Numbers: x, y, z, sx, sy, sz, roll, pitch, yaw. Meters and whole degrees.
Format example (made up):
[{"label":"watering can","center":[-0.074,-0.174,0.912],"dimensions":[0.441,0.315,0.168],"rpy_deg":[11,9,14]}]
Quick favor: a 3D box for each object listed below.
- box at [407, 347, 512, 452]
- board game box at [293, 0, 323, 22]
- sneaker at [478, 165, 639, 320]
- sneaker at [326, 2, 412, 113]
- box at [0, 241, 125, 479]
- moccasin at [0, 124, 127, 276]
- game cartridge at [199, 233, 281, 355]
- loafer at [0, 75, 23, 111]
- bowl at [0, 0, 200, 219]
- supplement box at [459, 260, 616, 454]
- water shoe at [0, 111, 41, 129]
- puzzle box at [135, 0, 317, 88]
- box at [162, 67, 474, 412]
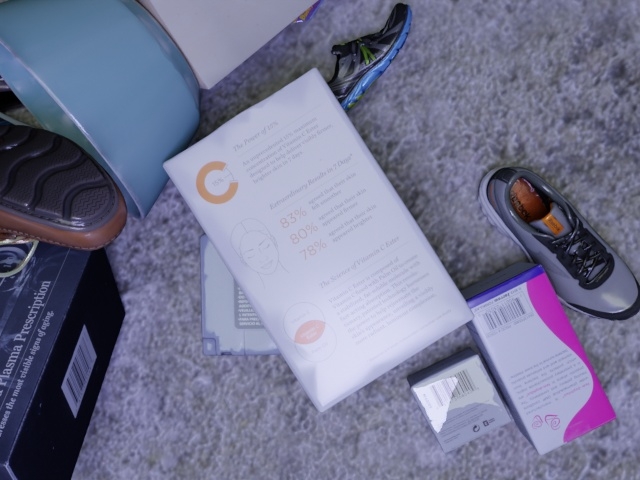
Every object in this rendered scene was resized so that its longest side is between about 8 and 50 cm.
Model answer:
[{"label":"box","center":[0.184,0.213,1.017],"dimensions":[0.101,0.087,0.102],"rpy_deg":[-27,88,2]},{"label":"board game box","center":[-0.042,-0.396,1.070],"dimensions":[0.133,0.033,0.168],"rpy_deg":[34,91,3]},{"label":"sneaker","center":[0.322,0.007,1.006],"dimensions":[0.271,0.108,0.100],"rpy_deg":[44,89,2]},{"label":"sneaker","center":[0.058,-0.258,1.044],"dimensions":[0.078,0.067,0.188],"rpy_deg":[41,94,-3]},{"label":"box","center":[-0.446,0.155,0.916],"dimensions":[0.313,0.178,0.343],"rpy_deg":[2,45,3]},{"label":"moccasin","center":[-0.383,-0.051,0.897],"dimensions":[0.380,0.147,0.139],"rpy_deg":[10,44,24]},{"label":"game cartridge","center":[-0.017,0.059,1.049],"dimensions":[0.297,0.062,0.198],"rpy_deg":[-1,84,3]},{"label":"loafer","center":[-0.500,-0.197,1.055],"dimensions":[0.303,0.109,0.095],"rpy_deg":[-24,92,-1]},{"label":"bowl","center":[-0.267,-0.192,0.943],"dimensions":[0.163,0.311,0.311],"rpy_deg":[-42,87,-16]},{"label":"supplement box","center":[0.277,0.150,0.996],"dimensions":[0.111,0.114,0.220],"rpy_deg":[-26,90,1]},{"label":"water shoe","center":[-0.457,-0.137,1.016],"dimensions":[0.203,0.080,0.073],"rpy_deg":[15,129,-29]},{"label":"puzzle box","center":[-0.071,-0.418,0.936],"dimensions":[0.409,0.052,0.272],"rpy_deg":[-43,124,-17]},{"label":"box","center":[0.000,0.000,0.940],"dimensions":[0.215,0.168,0.345],"rpy_deg":[-32,88,2]}]
